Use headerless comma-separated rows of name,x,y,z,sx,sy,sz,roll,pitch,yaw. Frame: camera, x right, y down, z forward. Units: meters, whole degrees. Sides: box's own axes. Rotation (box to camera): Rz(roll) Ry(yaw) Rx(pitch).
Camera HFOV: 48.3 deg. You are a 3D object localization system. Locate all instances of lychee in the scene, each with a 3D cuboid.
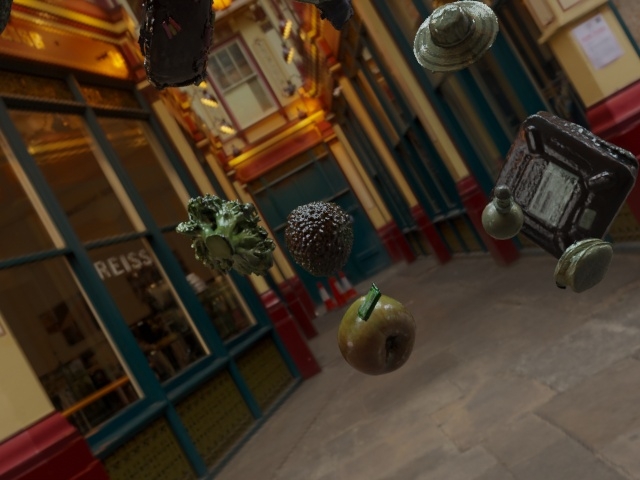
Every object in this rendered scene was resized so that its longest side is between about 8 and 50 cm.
lychee,0.000,0.000,1.552,0.171,0.171,0.171,-29,-1,0

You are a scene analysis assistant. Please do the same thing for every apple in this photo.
apple,0.166,0.282,2.137,0.261,0.260,0.194,-29,31,-21

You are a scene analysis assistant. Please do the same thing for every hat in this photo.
hat,0.361,-0.600,1.997,0.252,0.252,0.110,-29,-34,14

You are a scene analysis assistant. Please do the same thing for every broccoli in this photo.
broccoli,-0.280,0.005,2.087,0.288,0.247,0.245,14,19,7

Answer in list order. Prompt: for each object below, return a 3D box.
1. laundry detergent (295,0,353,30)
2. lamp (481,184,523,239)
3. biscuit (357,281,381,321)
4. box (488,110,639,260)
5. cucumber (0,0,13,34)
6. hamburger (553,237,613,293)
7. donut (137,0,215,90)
laundry detergent,-0.033,-0.427,1.023,0.105,0.280,0.215,-31,24,7
lamp,0.396,-0.069,1.550,0.091,0.091,0.163,-29,-33,-4
biscuit,0.113,0.144,1.640,0.089,0.016,0.046,-62,33,14
box,0.656,-0.141,1.969,0.091,0.350,0.359,-20,-43,-40
cucumber,-0.749,-0.616,1.658,0.096,0.096,0.359,-28,-22,-54
hamburger,0.598,0.054,1.614,0.140,0.133,0.062,-26,42,-20
donut,-0.249,-0.461,1.280,0.136,0.345,0.259,3,-12,-13
